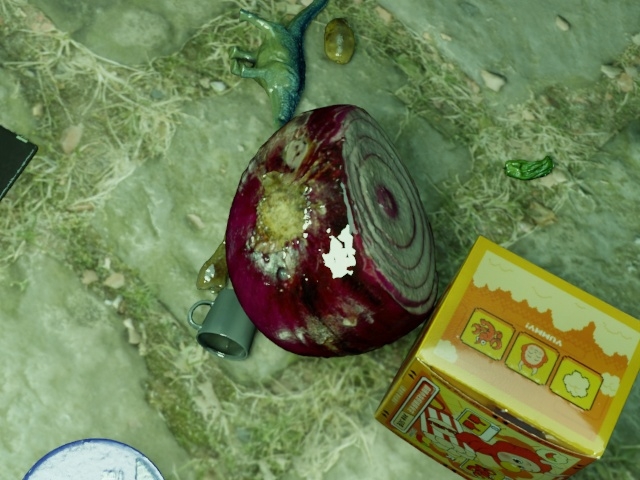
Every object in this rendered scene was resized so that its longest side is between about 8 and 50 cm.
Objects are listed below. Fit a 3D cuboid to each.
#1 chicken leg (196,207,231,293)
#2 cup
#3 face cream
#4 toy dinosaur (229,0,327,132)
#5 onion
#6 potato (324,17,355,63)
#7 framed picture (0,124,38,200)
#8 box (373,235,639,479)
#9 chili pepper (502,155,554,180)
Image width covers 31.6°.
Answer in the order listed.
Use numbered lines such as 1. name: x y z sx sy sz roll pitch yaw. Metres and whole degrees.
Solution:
1. chicken leg: -0.116 -0.001 1.666 0.085 0.069 0.198 43 73 -15
2. cup: -0.137 0.112 1.598 0.100 0.078 0.077 27 60 -12
3. face cream: -0.288 0.364 1.448 0.206 0.111 0.206 3 66 -6
4. toy dinosaur: -0.070 -0.274 1.781 0.147 0.076 0.363 13 60 -13
5. onion: 0.000 0.000 1.543 0.260 0.282 0.337 -24 74 29
6. potato: 0.031 -0.324 1.836 0.051 0.040 0.083 0 66 -8
7. framed picture: -0.611 -0.067 1.646 0.255 0.014 0.339 28 66 4
8. box: 0.246 0.186 1.509 0.259 0.283 0.214 28 64 5
9. chili pepper: 0.331 -0.115 1.795 0.091 0.030 0.034 -7 43 -14
